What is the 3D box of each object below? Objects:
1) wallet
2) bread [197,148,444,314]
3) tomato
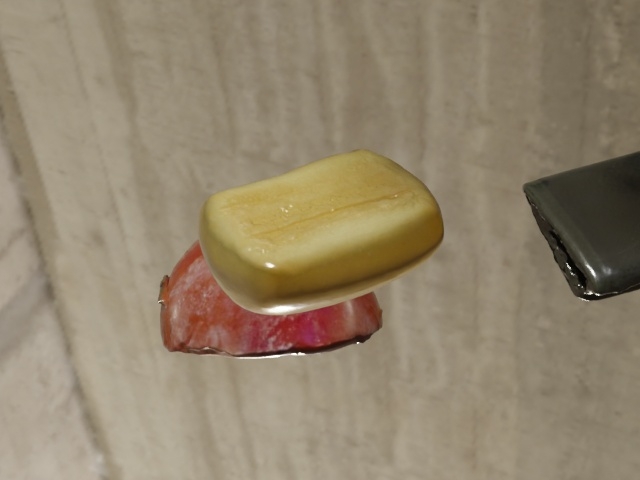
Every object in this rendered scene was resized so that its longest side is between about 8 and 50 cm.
[{"bbox_3d":[0.353,-0.026,1.312,0.245,0.168,0.052,-14,-37,-13],"label":"wallet"},{"bbox_3d":[0.000,0.000,1.094,0.217,0.147,0.098,-17,-50,-25],"label":"bread"},{"bbox_3d":[-0.069,0.051,1.654,0.309,0.309,0.170,-26,-67,-61],"label":"tomato"}]
